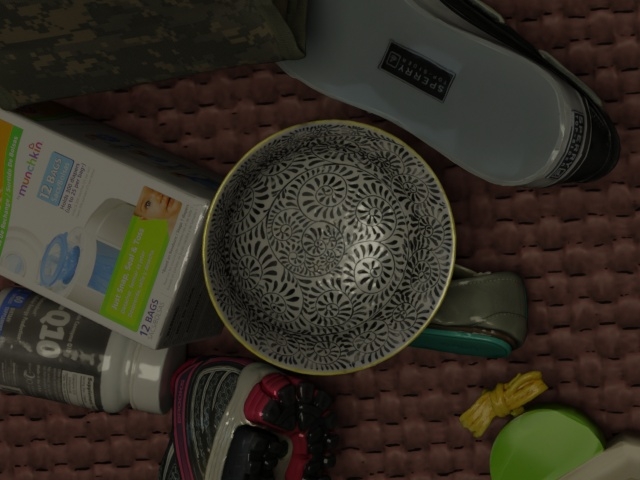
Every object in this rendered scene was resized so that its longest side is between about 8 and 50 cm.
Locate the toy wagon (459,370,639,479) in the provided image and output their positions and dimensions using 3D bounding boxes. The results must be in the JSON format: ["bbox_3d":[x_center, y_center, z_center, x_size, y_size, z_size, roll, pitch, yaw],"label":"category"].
[{"bbox_3d":[0.221,0.238,1.359,0.267,0.068,0.344,-34,88,14],"label":"toy wagon"}]

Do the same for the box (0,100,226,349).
[{"bbox_3d":[-0.158,-0.016,1.377,0.203,0.103,0.114,25,102,20],"label":"box"}]

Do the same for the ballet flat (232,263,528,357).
[{"bbox_3d":[0.042,0.044,1.384,0.213,0.072,0.068,2,70,12],"label":"ballet flat"}]

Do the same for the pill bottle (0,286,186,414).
[{"bbox_3d":[-0.172,0.082,1.422,0.137,0.078,0.078,10,99,11],"label":"pill bottle"}]

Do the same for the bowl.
[{"bbox_3d":[0.000,0.000,1.316,0.170,0.080,0.170,-1,98,-10],"label":"bowl"}]

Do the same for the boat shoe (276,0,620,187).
[{"bbox_3d":[0.074,-0.130,1.323,0.306,0.105,0.113,31,105,33],"label":"boat shoe"}]

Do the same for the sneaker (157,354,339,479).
[{"bbox_3d":[-0.068,0.227,1.411,0.112,0.121,0.299,20,104,39],"label":"sneaker"}]

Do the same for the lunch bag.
[{"bbox_3d":[-0.131,-0.254,1.312,0.235,0.169,0.287,-8,60,21],"label":"lunch bag"}]
